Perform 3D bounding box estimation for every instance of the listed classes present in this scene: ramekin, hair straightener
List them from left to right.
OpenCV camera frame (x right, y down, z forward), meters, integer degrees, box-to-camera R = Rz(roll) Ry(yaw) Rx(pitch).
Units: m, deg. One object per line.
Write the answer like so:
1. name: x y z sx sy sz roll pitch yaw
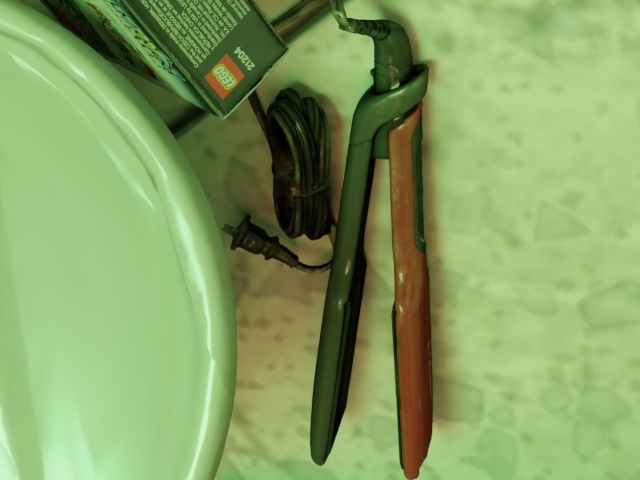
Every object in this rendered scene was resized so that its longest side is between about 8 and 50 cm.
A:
1. ramekin: -0.156 0.032 0.726 0.272 0.127 0.273 1 95 9
2. hair straightener: 0.000 0.000 0.768 0.089 0.047 0.230 5 128 11

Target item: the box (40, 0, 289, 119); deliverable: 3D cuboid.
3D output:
1. box: -0.104 -0.133 0.632 0.114 0.036 0.207 30 164 50
